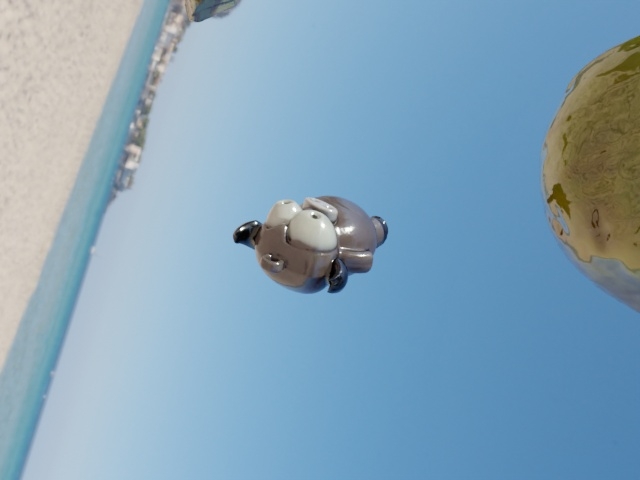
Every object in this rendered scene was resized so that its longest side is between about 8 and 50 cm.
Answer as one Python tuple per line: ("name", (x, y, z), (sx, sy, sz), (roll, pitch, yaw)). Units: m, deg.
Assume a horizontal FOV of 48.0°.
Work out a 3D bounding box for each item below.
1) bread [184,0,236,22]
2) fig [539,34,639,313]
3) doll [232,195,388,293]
("bread", (-0.168, -0.349, 1.024), (0.109, 0.062, 0.043), (-48, 166, -47))
("fig", (0.409, -0.082, 0.732), (0.343, 0.343, 0.344), (-163, -90, -73))
("doll", (0.000, 0.002, 1.028), (0.257, 0.181, 0.117), (-13, 123, -57))
